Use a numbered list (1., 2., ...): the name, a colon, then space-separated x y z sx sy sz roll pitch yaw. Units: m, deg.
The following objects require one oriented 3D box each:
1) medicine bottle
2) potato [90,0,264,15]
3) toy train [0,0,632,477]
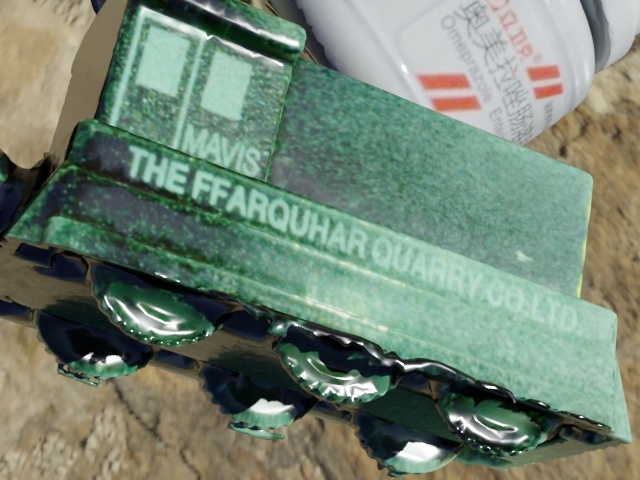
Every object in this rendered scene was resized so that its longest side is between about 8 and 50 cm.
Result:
1. medicine bottle: 0.122 -0.197 1.102 0.306 0.245 0.245 -35 107 -5
2. potato: -0.097 -0.150 1.017 0.117 0.182 0.202 -18 92 1
3. toy train: 0.000 0.000 0.661 0.330 0.138 0.178 19 67 -20
